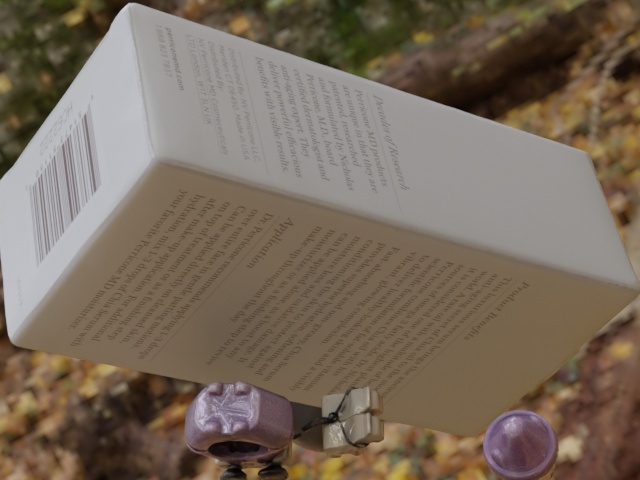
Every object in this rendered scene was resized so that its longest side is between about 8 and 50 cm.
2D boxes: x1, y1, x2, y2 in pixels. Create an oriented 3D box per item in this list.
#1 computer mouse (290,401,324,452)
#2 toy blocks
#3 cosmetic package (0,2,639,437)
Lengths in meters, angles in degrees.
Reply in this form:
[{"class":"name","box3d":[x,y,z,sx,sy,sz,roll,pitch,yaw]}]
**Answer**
[{"class":"computer mouse","box3d":[-0.025,0.133,1.788,0.072,0.188,0.272,-46,-33,-31]},{"class":"toy blocks","box3d":[0.027,0.205,1.143,0.288,0.309,0.260,-6,-26,11]},{"class":"cosmetic package","box3d":[0.000,0.000,1.369,0.453,0.161,0.230,16,-46,-33]}]
